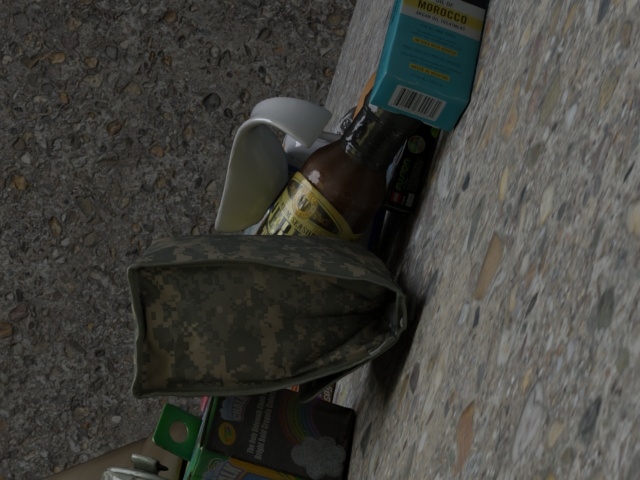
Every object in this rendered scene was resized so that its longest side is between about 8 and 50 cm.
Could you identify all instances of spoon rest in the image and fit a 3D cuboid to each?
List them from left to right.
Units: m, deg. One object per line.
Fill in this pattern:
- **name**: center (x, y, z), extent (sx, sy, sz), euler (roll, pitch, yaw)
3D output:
- **spoon rest**: center (-0.071, -0.096, 1.544), extent (0.137, 0.084, 0.276), euler (-56, 3, -29)

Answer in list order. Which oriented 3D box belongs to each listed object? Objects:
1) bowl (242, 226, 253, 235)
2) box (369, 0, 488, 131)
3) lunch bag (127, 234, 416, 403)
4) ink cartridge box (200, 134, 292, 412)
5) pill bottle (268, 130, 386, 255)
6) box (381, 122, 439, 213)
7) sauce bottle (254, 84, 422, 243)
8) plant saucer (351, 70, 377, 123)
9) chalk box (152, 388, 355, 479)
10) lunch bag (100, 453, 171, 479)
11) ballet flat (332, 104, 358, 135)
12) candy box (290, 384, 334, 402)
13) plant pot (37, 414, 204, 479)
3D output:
- **bowl**: center (-0.083, 0.070, 2.372), extent (0.311, 0.163, 0.311), euler (-161, 90, -85)
- **box**: center (0.132, -0.246, 1.465), extent (0.060, 0.101, 0.244), euler (118, 168, -56)
- **lunch bag**: center (-0.049, 0.077, 1.376), extent (0.235, 0.287, 0.168), euler (-106, 14, -83)
- **ink cartridge box**: center (-0.045, 0.060, 1.975), extent (0.279, 0.161, 0.384), euler (-81, 10, -58)
- **pill bottle**: center (0.000, 0.000, 1.692), extent (0.152, 0.152, 0.271), euler (-98, 21, -78)
- **box**: center (0.120, -0.135, 1.571), extent (0.114, 0.036, 0.206), euler (180, 108, -85)
- **sauce bottle**: center (0.002, -0.033, 1.530), extent (0.344, 0.111, 0.111), euler (-57, 11, 24)
- **plant saucer**: center (0.077, -0.162, 1.830), extent (0.200, 0.037, 0.199), euler (17, -90, -78)
- **chalk box**: center (-0.086, 0.247, 1.463), extent (0.132, 0.213, 0.132), euler (-77, 5, -52)
- **lunch bag**: center (-0.155, 0.383, 1.247), extent (0.256, 0.213, 0.305), euler (36, -114, -48)
- **ballet flat**: center (0.046, -0.104, 2.141), extent (0.058, 0.084, 0.249), euler (2, -75, -58)
- **candy box**: center (-0.034, 0.268, 1.766), extent (0.186, 0.053, 0.109), euler (111, 173, -47)
- **plant pot**: center (-0.247, 0.396, 1.631), extent (0.323, 0.281, 0.323), euler (-9, -90, -73)
